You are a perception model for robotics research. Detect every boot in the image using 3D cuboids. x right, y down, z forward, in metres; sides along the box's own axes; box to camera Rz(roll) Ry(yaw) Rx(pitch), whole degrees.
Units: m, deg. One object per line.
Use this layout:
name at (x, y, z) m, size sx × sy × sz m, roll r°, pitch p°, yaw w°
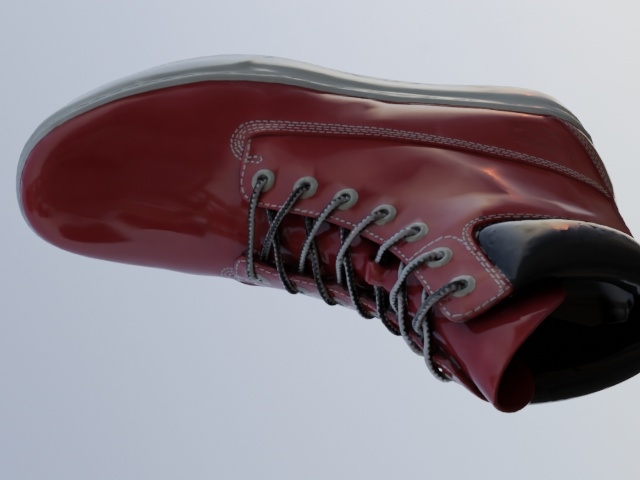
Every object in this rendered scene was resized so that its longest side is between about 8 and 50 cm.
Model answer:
boot at (0.000, 0.000, 0.446) m, size 0.176 × 0.244 × 0.088 m, roll -95°, pitch 5°, yaw -62°
